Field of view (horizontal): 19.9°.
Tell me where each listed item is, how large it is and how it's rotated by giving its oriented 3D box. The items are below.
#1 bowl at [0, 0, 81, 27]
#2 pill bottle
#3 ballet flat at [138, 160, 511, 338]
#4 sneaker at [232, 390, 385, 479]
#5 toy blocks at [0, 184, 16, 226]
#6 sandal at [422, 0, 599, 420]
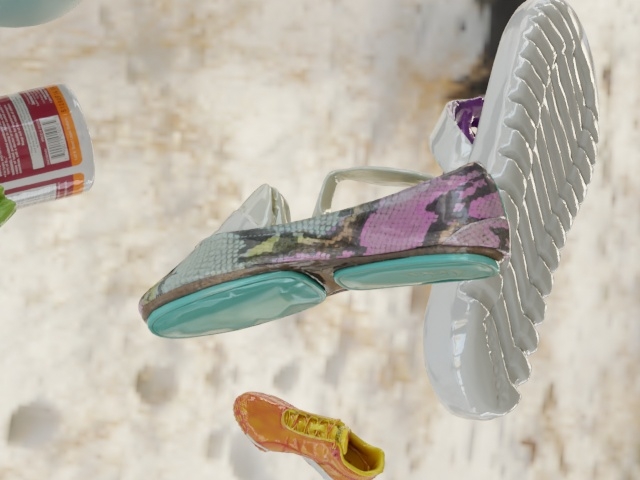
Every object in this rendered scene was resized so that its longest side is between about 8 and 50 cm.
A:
[{"bbox_3d":[-0.333,-0.339,1.884,0.163,0.312,0.311,-58,-178,45],"label":"bowl"},{"bbox_3d":[-0.354,-0.082,1.881,0.221,0.121,0.121,-15,115,-19],"label":"pill bottle"},{"bbox_3d":[0.000,0.000,1.048,0.077,0.222,0.079,44,37,-62],"label":"ballet flat"},{"bbox_3d":[-0.010,0.190,1.820,0.175,0.067,0.064,28,48,-26],"label":"sneaker"},{"bbox_3d":[-0.434,-0.160,1.464,0.190,0.381,0.261,-50,157,-41],"label":"toy blocks"},{"bbox_3d":[0.126,-0.045,1.393,0.416,0.102,0.169,-67,144,-43],"label":"sandal"}]
